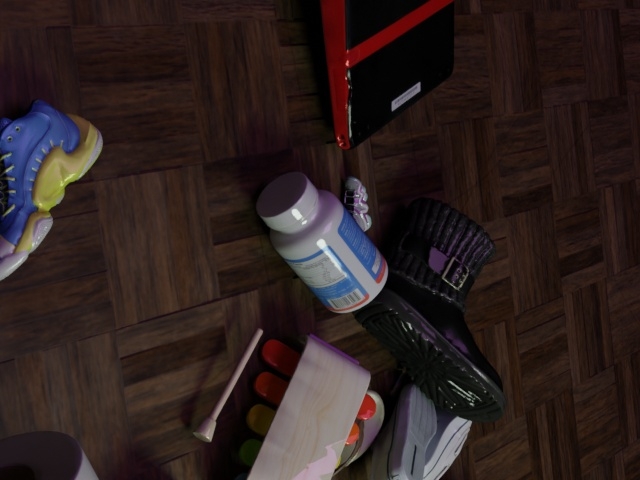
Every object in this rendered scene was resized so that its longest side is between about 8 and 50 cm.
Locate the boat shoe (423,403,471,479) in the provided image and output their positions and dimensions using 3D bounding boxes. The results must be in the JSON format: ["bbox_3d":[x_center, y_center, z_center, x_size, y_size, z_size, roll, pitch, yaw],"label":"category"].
[{"bbox_3d":[0.211,0.341,2.048,0.258,0.095,0.084,-44,133,-34],"label":"boat shoe"}]

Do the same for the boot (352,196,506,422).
[{"bbox_3d":[0.233,0.117,1.992,0.348,0.131,0.260,47,53,-18],"label":"boot"}]

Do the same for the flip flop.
[{"bbox_3d":[0.013,0.317,1.808,0.277,0.080,0.112,-22,101,-45],"label":"flip flop"}]

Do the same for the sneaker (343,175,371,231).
[{"bbox_3d":[0.048,-0.050,1.897,0.069,0.038,0.098,-36,115,-45],"label":"sneaker"}]

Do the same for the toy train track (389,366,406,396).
[{"bbox_3d":[0.138,0.233,2.014,0.083,0.014,0.048,-60,138,-24],"label":"toy train track"}]

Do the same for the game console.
[{"bbox_3d":[0.118,-0.372,1.925,0.386,0.060,0.342,-39,135,-46],"label":"game console"}]

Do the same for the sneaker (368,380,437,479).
[{"bbox_3d":[0.128,0.329,1.945,0.094,0.091,0.258,57,28,-18],"label":"sneaker"}]

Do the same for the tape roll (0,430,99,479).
[{"bbox_3d":[-0.337,0.349,1.272,0.246,0.246,0.169,-43,119,-42],"label":"tape roll"}]

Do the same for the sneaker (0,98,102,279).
[{"bbox_3d":[-0.368,-0.069,1.392,0.126,0.091,0.240,39,58,-20],"label":"sneaker"}]

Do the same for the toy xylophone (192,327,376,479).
[{"bbox_3d":[-0.052,0.265,1.706,0.236,0.081,0.322,39,60,-8],"label":"toy xylophone"}]

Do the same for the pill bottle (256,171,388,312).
[{"bbox_3d":[0.000,0.000,1.774,0.221,0.124,0.124,52,52,-35],"label":"pill bottle"}]
